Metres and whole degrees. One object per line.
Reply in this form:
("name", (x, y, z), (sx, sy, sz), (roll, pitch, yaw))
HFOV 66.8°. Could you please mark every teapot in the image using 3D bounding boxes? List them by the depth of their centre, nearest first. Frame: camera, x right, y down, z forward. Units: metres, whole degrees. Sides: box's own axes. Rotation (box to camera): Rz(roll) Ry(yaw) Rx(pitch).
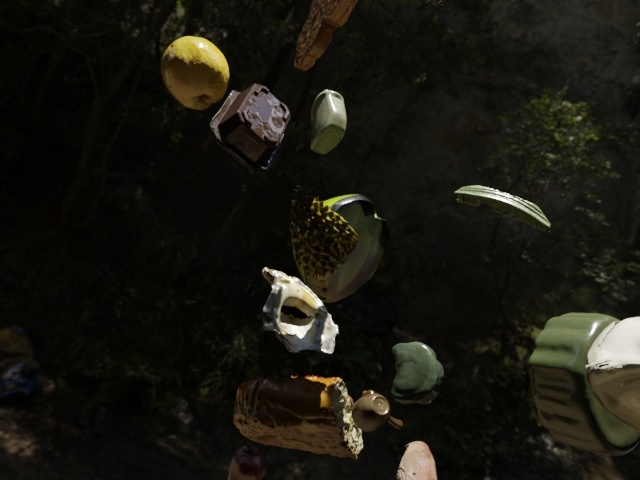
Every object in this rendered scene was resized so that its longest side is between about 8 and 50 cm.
("teapot", (0.122, 0.343, 0.978), (0.111, 0.084, 0.080), (22, -43, -12))

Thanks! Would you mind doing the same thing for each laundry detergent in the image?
("laundry detergent", (0.021, -0.451, 1.772), (0.091, 0.253, 0.181), (16, -35, -26))

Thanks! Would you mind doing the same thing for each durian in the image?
("durian", (0.000, 0.000, 1.282), (0.166, 0.172, 0.306), (49, 4, 31))

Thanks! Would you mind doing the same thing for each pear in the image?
("pear", (-0.316, -0.421, 1.235), (0.178, 0.177, 0.178), (29, -11, 6))
("pear", (0.043, 0.005, 1.698), (0.165, 0.398, 0.399), (33, -6, 41))

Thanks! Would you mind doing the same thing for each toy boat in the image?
("toy boat", (0.547, -0.102, 1.446), (0.293, 0.055, 0.093), (26, -9, 31))

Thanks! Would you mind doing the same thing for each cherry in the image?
("cherry", (-0.199, 0.612, 1.322), (0.087, 0.126, 0.106), (15, 37, -34))

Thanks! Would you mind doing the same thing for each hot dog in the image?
("hot dog", (-0.077, 0.533, 1.490), (0.366, 0.196, 0.367), (-3, -40, 14))

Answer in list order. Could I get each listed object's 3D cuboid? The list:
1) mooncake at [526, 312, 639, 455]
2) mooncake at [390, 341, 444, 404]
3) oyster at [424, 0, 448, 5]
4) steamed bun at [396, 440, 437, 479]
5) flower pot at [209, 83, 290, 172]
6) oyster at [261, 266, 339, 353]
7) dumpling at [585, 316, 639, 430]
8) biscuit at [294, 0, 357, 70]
("mooncake", (0.688, 0.361, 1.252), (0.351, 0.351, 0.187), (35, -20, -24))
("mooncake", (0.260, 0.373, 1.358), (0.169, 0.175, 0.104), (33, -4, 34))
("oyster", (0.375, -0.765, 1.397), (0.081, 0.191, 0.163), (13, 49, -49))
("steamed bun", (0.238, 0.602, 1.207), (0.107, 0.144, 0.175), (-5, 23, 13))
("flower pot", (-0.155, -0.293, 1.201), (0.179, 0.250, 0.084), (40, -54, -22))
("oyster", (-0.078, 0.208, 1.378), (0.275, 0.100, 0.271), (32, 27, -5))
("dumpling", (0.532, 0.195, 0.686), (0.260, 0.181, 0.341), (-6, -41, 41))
("biscuit", (0.029, -0.426, 0.851), (0.044, 0.201, 0.288), (16, -41, -19))
